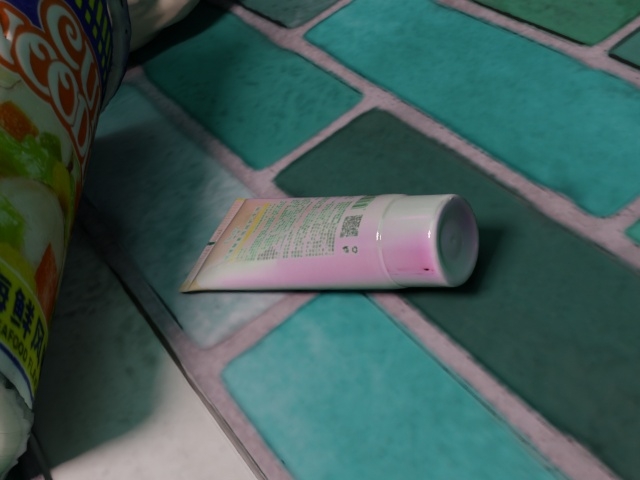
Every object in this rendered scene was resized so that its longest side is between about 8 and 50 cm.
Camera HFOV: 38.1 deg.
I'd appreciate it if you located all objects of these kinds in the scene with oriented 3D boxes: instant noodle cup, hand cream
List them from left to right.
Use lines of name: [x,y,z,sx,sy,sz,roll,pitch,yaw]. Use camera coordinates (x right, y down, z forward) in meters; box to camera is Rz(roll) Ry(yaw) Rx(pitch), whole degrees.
instant noodle cup: [-0.250,-0.029,0.514,0.284,0.284,0.312,-18,49,10]
hand cream: [0.000,0.000,0.506,0.174,0.047,0.076,-1,46,38]

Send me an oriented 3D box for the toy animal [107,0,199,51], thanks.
toy animal: [-0.224,-0.229,0.800,0.308,0.188,0.266,-35,61,-26]
